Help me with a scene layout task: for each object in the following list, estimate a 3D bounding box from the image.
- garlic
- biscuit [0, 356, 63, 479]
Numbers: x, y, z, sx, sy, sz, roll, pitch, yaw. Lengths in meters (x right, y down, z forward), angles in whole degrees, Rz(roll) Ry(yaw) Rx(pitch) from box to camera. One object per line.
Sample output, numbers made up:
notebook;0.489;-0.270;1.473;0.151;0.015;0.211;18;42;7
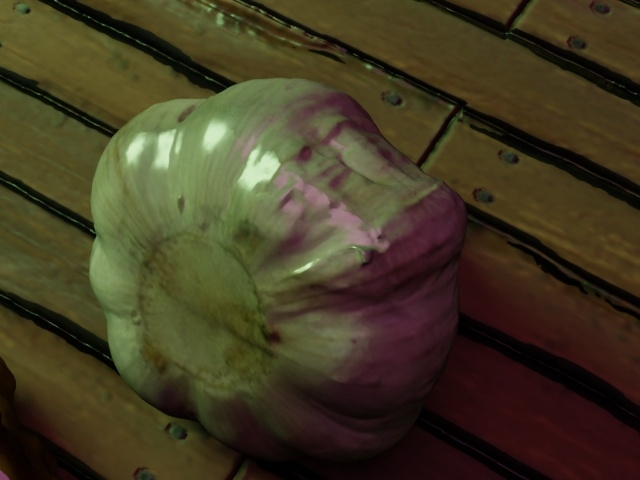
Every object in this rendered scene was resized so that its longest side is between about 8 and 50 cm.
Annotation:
garlic;0.000;0.000;0.775;0.218;0.219;0.212;31;36;17
biscuit;-0.242;0.251;0.663;0.342;0.166;0.395;-32;68;-9
